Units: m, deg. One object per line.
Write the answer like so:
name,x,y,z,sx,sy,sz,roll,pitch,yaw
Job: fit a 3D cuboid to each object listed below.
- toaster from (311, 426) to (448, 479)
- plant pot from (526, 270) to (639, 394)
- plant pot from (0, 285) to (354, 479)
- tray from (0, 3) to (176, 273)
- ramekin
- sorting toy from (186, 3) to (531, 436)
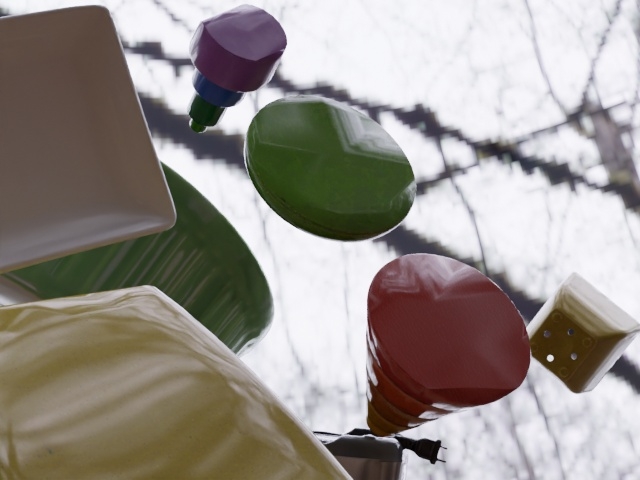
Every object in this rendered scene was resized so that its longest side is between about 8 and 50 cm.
toaster,-0.022,0.210,1.362,0.227,0.129,0.146,5,-91,5
plant pot,0.219,0.085,1.578,0.081,0.083,0.081,40,-73,14
plant pot,-0.127,0.143,0.900,0.212,0.187,0.212,-7,-32,-40
tray,-0.218,-0.043,1.007,0.270,0.145,0.030,-16,-6,-34
ramekin,-0.205,0.044,1.528,0.303,0.148,0.303,26,-28,15
sorting toy,0.000,0.000,1.276,0.127,0.365,0.126,-14,-31,-37
